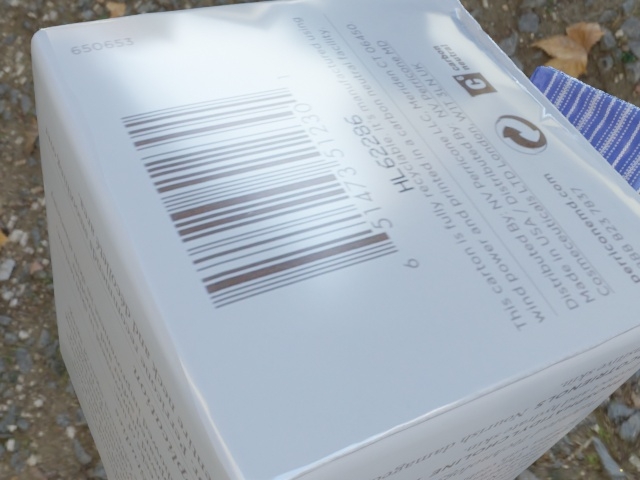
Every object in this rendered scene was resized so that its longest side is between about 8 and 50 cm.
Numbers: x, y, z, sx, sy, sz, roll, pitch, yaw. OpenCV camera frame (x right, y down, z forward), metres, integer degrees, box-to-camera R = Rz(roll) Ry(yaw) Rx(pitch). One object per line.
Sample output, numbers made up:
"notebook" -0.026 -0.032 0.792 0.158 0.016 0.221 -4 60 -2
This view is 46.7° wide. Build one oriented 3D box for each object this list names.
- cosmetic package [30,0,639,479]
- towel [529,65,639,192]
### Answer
"cosmetic package" -0.010 0.067 0.587 0.327 0.394 0.329 -17 59 -27
"towel" 0.506 -0.194 1.489 0.336 0.040 0.243 41 105 41
